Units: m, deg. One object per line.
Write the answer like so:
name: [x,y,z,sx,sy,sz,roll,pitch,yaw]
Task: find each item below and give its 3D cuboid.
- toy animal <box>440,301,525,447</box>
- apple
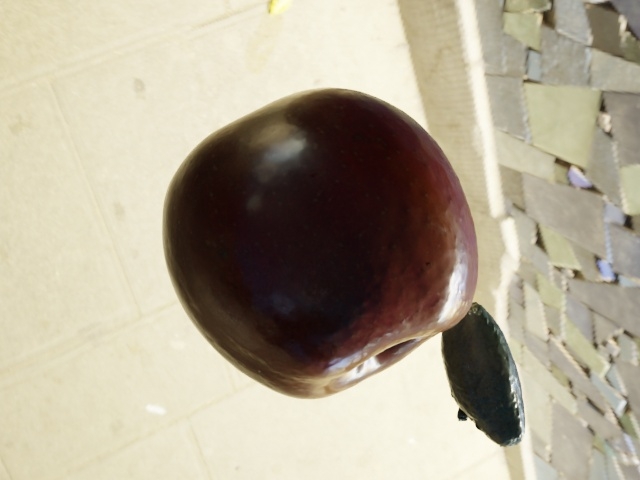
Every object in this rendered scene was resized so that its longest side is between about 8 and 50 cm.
toy animal: [0.138,0.075,0.920,0.070,0.079,0.253,-15,81,-9]
apple: [0.000,0.000,0.690,0.218,0.218,0.201,-23,76,-18]
